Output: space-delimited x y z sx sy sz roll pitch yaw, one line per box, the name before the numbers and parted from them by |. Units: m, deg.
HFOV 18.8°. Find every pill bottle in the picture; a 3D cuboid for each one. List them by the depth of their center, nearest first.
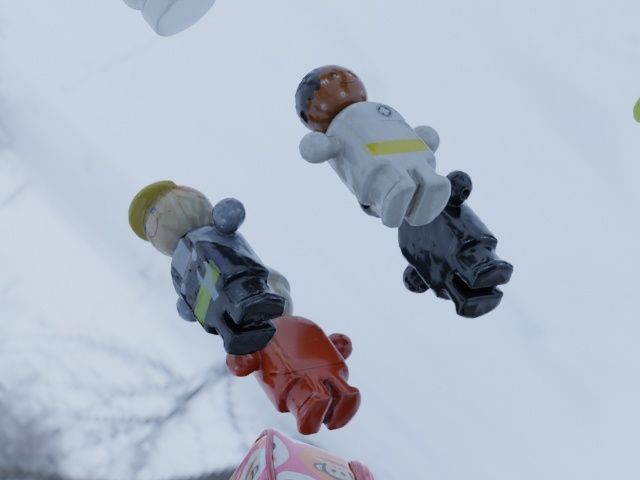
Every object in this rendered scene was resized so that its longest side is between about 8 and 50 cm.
pill bottle | -0.150 -0.244 1.627 0.137 0.078 0.078 54 170 16

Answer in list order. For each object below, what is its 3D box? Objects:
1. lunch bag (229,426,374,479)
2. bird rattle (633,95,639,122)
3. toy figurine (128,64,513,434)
lunch bag | -0.059 0.295 1.453 0.120 0.293 0.258 23 -162 -14
bird rattle | 0.371 -0.119 1.441 0.253 0.143 0.207 -42 63 49
toy figurine | 0.000 0.000 1.300 0.148 0.213 0.209 53 -177 37
